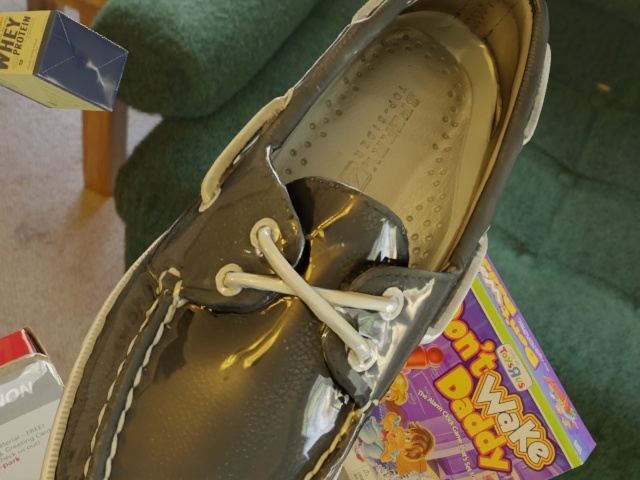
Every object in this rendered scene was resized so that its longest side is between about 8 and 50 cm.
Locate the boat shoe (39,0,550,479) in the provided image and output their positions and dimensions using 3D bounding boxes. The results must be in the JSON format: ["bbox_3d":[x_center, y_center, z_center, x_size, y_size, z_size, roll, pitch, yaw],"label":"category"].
[{"bbox_3d":[0.000,0.000,0.351,0.114,0.091,0.302,31,59,-8],"label":"boat shoe"}]

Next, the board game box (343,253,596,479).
[{"bbox_3d":[0.094,0.116,0.992,0.347,0.233,0.078,61,24,10],"label":"board game box"}]

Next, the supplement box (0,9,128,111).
[{"bbox_3d":[-0.225,-0.150,0.788,0.083,0.083,0.056,8,80,35],"label":"supplement box"}]

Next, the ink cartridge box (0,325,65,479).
[{"bbox_3d":[-0.275,0.190,0.531,0.309,0.271,0.130,-24,39,-22],"label":"ink cartridge box"}]
